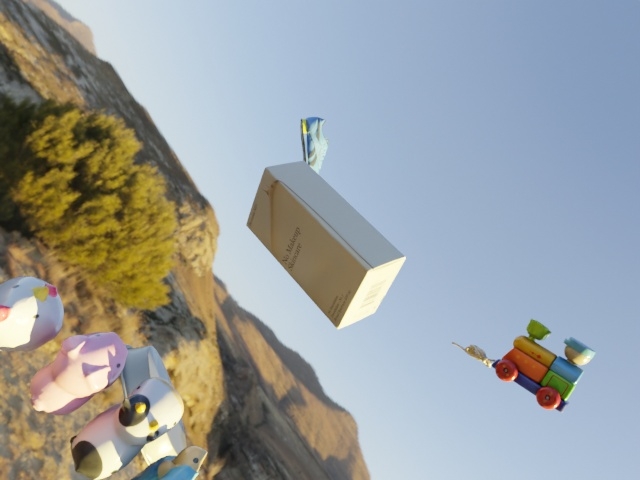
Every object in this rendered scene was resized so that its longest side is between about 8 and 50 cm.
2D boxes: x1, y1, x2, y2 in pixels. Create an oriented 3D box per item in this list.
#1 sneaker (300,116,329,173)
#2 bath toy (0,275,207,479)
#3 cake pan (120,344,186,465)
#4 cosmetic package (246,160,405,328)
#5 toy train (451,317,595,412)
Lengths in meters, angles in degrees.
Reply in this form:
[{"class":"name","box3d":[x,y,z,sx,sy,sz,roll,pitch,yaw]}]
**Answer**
[{"class":"sneaker","box3d":[-0.011,-0.244,1.520,0.069,0.082,0.210,161,-74,-79]},{"class":"bath toy","box3d":[-0.296,0.183,0.685,0.348,0.151,0.129,49,-16,0]},{"class":"cake pan","box3d":[-0.352,0.356,1.160,0.293,0.054,0.293,162,-90,-80]},{"class":"cosmetic package","box3d":[0.000,0.000,1.053,0.309,0.113,0.160,44,-49,28]},{"class":"toy train","box3d":[0.404,0.217,1.088,0.248,0.143,0.105,33,4,30]}]
